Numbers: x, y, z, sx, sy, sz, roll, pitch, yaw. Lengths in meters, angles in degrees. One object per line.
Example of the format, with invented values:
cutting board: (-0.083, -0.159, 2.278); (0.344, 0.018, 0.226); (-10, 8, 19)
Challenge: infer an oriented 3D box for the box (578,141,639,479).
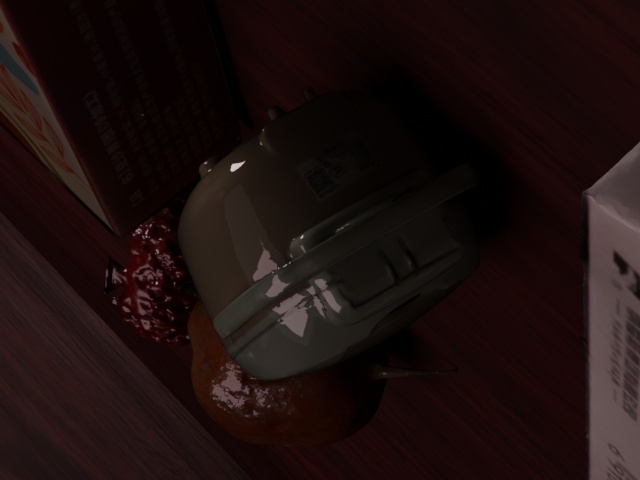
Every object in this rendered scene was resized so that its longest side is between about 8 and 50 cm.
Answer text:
box: (0.188, 0.077, 0.400); (0.194, 0.111, 0.260); (39, 159, 30)

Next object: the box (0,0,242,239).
box: (-0.228, -0.231, 0.776); (0.344, 0.122, 0.385); (41, 162, 27)

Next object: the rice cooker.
rice cooker: (0.000, 0.000, 0.670); (0.127, 0.145, 0.206); (57, 163, 8)

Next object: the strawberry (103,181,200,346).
strawberry: (-0.099, 0.018, 1.006); (0.086, 0.145, 0.145); (14, 148, 26)

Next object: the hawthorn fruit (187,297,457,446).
hawthorn fruit: (-0.019, 0.088, 0.925); (0.149, 0.149, 0.189); (57, 163, -27)
